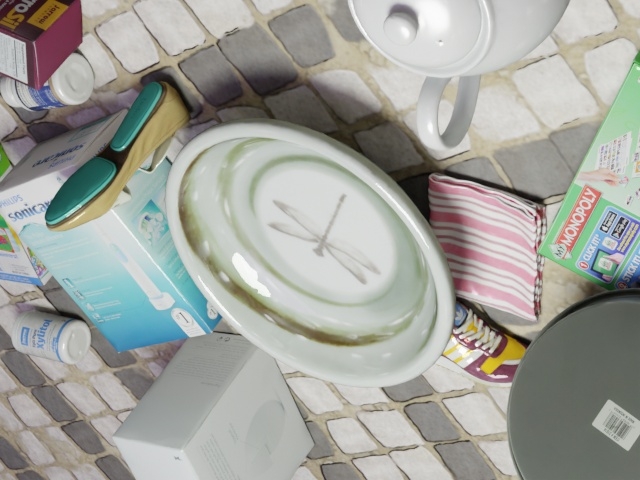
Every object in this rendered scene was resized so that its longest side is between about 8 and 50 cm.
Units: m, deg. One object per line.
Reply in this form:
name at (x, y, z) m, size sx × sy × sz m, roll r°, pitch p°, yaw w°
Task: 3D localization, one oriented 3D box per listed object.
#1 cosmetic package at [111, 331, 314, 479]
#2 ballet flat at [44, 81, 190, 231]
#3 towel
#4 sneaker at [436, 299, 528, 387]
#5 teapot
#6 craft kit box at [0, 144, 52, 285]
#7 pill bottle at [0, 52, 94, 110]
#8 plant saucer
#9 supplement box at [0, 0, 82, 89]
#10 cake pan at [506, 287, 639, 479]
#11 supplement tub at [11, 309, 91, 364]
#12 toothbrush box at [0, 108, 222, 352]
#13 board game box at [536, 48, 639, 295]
cosmetic package at (-0.149, 0.288, 2.241) m, size 0.138 × 0.225 × 0.224 m, roll 4°, pitch 132°, yaw 34°
ballet flat at (-0.241, -0.089, 1.923) m, size 0.073 × 0.232 × 0.080 m, roll 44°, pitch 172°, yaw -38°
towel at (0.193, 0.012, 1.852) m, size 0.144 × 0.029 × 0.197 m, roll 18°, pitch 139°, yaw 22°
sneaker at (0.184, 0.122, 1.943) m, size 0.185 × 0.069 × 0.084 m, roll 14°, pitch 138°, yaw 22°
teapot at (0.115, -0.245, 1.510) m, size 0.256 × 0.187 × 0.252 m, roll 41°, pitch 142°, yaw -8°
craft kit box at (-0.533, -0.052, 2.309) m, size 0.250 × 0.061 × 0.246 m, roll 7°, pitch 137°, yaw 31°
pill bottle at (-0.352, -0.200, 2.004) m, size 0.120 × 0.067 × 0.067 m, roll -4°, pitch 128°, yaw 40°
plant saucer at (0.000, 0.000, 1.916) m, size 0.400 × 0.100 × 0.400 m, roll 21°, pitch 138°, yaw 21°
supplement box at (-0.399, -0.275, 1.930) m, size 0.188 × 0.104 × 0.081 m, roll 23°, pitch 140°, yaw 14°
cake pan at (0.329, 0.194, 1.687) m, size 0.293 × 0.293 × 0.054 m, roll 10°, pitch 178°, yaw 29°
supplement tub at (-0.415, 0.149, 2.418) m, size 0.107 × 0.071 × 0.071 m, roll 9°, pitch 135°, yaw 29°
toothbrush box at (-0.266, -0.007, 2.097) m, size 0.216 × 0.126 × 0.295 m, roll -16°, pitch 120°, yaw 46°
board game box at (0.374, -0.044, 1.643) m, size 0.213 × 0.046 × 0.317 m, roll 30°, pitch 142°, yaw 9°
